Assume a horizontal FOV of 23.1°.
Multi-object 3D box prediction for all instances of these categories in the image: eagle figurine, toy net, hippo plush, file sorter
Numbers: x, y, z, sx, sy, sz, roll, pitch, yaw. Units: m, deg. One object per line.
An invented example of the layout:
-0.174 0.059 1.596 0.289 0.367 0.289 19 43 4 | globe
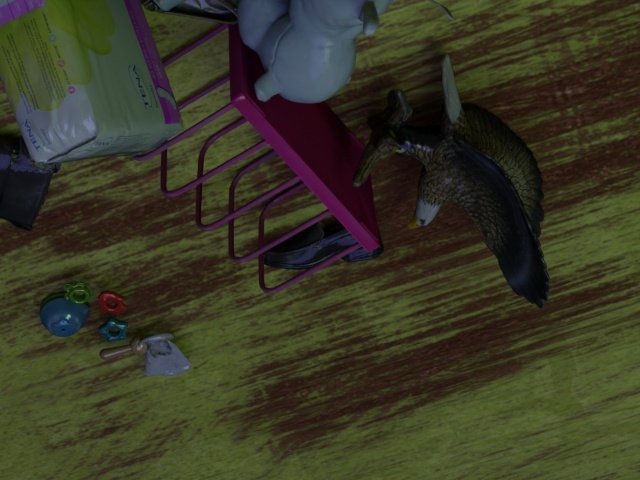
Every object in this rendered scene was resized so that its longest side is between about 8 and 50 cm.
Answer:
0.193 -0.074 2.029 0.298 0.226 0.225 28 160 -6 | eagle figurine
-0.282 0.123 2.251 0.232 0.045 0.122 23 122 -24 | toy net
0.028 -0.277 1.825 0.234 0.294 0.237 -17 148 -35 | hippo plush
-0.085 -0.103 1.980 0.182 0.202 0.291 -29 126 20 | file sorter

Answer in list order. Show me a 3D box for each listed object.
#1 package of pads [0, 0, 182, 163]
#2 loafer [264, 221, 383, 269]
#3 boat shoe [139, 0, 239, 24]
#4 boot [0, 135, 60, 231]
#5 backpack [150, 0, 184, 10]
-0.280 -0.236 1.746 0.101 0.229 0.297 -22 89 21 | package of pads
0.000 0.000 2.172 0.170 0.062 0.061 -10 107 -1 | loafer
-0.170 -0.294 1.892 0.153 0.048 0.056 13 127 -15 | boat shoe
-0.446 -0.127 2.013 0.229 0.091 0.263 6 133 -17 | boot
-0.174 -0.359 1.769 0.144 0.188 0.166 -21 127 12 | backpack
